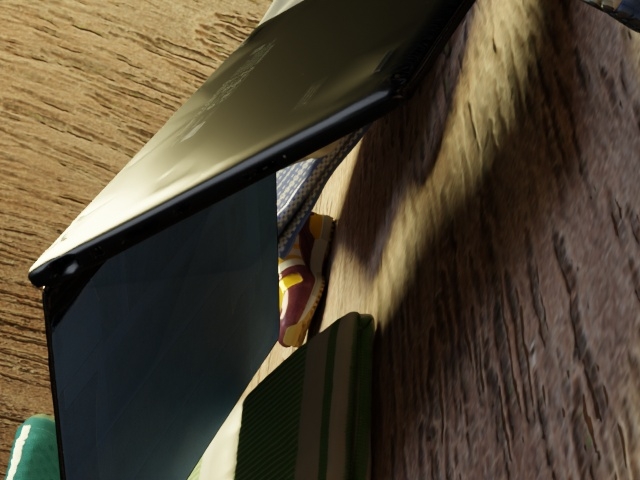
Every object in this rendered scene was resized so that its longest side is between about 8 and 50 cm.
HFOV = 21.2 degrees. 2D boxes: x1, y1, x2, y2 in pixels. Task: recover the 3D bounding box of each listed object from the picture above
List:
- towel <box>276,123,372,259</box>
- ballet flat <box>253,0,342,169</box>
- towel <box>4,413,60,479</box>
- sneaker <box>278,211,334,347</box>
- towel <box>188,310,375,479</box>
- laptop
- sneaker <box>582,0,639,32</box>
[{"bbox_3d":[-0.001,-0.101,1.553,0.243,0.040,0.336,-54,13,-1],"label":"towel"},{"bbox_3d":[0.050,-0.222,1.397,0.400,0.139,0.139,-61,4,-15],"label":"ballet flat"},{"bbox_3d":[-0.178,0.328,1.366,0.040,0.271,0.370,-33,23,18],"label":"towel"},{"bbox_3d":[-0.040,0.031,1.636,0.185,0.084,0.069,-80,10,-55],"label":"sneaker"},{"bbox_3d":[-0.075,0.209,1.246,0.325,0.038,0.248,-46,19,24],"label":"towel"},{"bbox_3d":[0.000,0.000,1.109,0.408,0.236,0.382,-26,17,30],"label":"laptop"},{"bbox_3d":[0.146,-0.142,0.842,0.058,0.052,0.135,-61,17,12],"label":"sneaker"}]
